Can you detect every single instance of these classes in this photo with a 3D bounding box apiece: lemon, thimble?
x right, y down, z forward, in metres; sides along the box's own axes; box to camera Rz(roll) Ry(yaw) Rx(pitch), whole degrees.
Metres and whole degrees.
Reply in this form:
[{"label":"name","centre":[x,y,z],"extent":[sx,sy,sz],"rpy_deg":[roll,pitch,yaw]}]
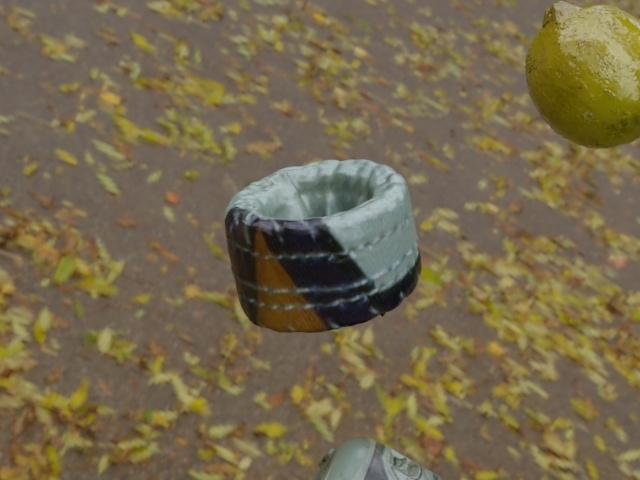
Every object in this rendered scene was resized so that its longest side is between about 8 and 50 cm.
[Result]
[{"label":"lemon","centre":[0.341,-0.206,1.486],"extent":[0.206,0.173,0.173],"rpy_deg":[55,30,-6]},{"label":"thimble","centre":[0.000,0.000,1.412],"extent":[0.237,0.150,0.237],"rpy_deg":[-9,24,4]}]

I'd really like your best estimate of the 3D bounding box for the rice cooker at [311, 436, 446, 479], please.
[{"label":"rice cooker","centre":[0.078,0.399,1.410],"extent":[0.277,0.288,0.288],"rpy_deg":[31,29,3]}]
